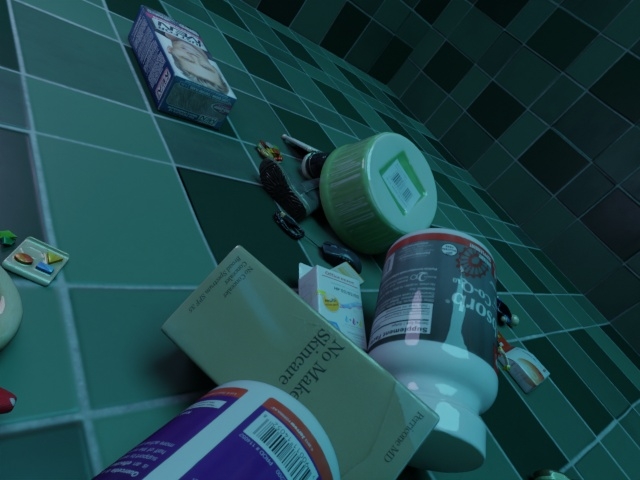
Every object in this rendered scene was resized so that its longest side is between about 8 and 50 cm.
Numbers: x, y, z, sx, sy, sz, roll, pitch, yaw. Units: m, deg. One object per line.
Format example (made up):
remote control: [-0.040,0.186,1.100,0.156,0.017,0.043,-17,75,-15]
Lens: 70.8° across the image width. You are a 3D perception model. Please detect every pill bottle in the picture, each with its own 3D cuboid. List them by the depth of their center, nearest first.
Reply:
pill bottle: [-0.124,0.257,0.345,0.181,0.181,0.323,46,29,11]
pill bottle: [0.189,0.171,0.762,0.210,0.210,0.363,32,47,-16]

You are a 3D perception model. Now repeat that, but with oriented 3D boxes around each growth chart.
growth chart: [0.005,-0.268,1.399,0.237,0.021,0.172,18,13,-36]

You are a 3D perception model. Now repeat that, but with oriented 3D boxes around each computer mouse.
computer mouse: [0.000,0.000,1.028,0.242,0.041,0.071,34,29,-11]

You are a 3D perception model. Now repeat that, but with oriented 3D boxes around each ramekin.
ramekin: [0.159,-0.125,1.146,0.303,0.148,0.303,12,71,-37]

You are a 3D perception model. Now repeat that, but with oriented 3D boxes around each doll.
doll: [0.546,0.204,1.402,0.189,0.046,0.129,35,29,-9]

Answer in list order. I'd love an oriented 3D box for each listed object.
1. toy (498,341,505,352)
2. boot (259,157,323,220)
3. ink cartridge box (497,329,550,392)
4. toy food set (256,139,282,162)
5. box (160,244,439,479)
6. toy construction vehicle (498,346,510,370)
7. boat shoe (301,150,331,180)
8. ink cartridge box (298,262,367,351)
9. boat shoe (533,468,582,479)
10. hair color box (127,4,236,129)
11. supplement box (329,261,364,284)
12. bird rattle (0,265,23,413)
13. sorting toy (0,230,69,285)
toy: [0.354,0.198,1.094,0.237,0.056,0.137,47,-6,-40]
boot: [-0.043,-0.140,1.144,0.190,0.076,0.208,56,35,0]
ink cartridge box: [0.534,0.314,1.231,0.145,0.045,0.179,1,49,-51]
toy food set: [-0.139,-0.243,1.232,0.083,0.020,0.083,10,40,-44]
box: [-0.026,0.165,0.560,0.311,0.148,0.121,37,-12,15]
toy construction vehicle: [0.370,0.239,0.995,0.086,0.035,0.098,22,32,-35]
boat shoe: [0.116,-0.176,1.302,0.340,0.113,0.127,24,74,-26]
ink cartridge box: [0.019,0.116,0.819,0.104,0.061,0.181,23,45,-30]
boat shoe: [0.501,0.515,0.886,0.190,0.068,0.072,22,43,-12]
hair color box: [-0.363,-0.451,1.168,0.174,0.105,0.347,8,42,-45]
supplement box: [0.044,0.088,0.958,0.062,0.036,0.098,48,28,13]
bird rattle: [-0.364,0.056,0.412,0.253,0.143,0.207,40,11,-6]
sorting toy: [-0.371,0.018,0.570,0.083,0.012,0.062,30,29,-19]
